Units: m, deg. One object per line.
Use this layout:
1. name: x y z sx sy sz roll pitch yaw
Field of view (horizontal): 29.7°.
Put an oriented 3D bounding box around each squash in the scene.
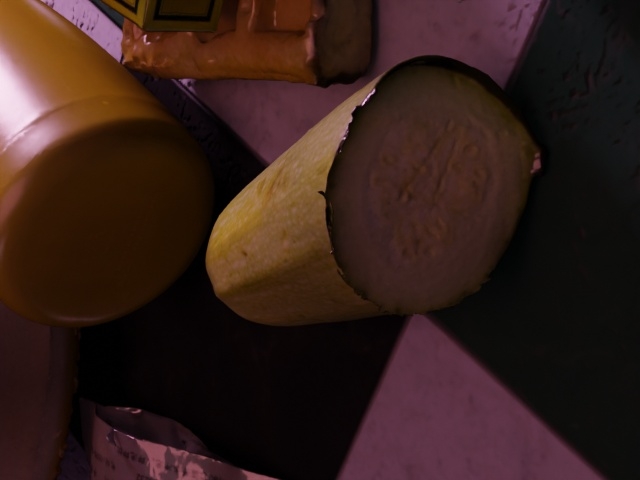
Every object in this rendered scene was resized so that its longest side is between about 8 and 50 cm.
1. squash: -0.009 0.009 0.718 0.287 0.137 0.137 -29 74 49

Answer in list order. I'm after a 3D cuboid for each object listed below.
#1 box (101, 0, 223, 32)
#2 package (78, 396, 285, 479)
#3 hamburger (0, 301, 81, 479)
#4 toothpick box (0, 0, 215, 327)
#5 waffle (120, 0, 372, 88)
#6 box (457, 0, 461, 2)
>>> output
1. box: -0.137 -0.240 0.791 0.220 0.064 0.140 39 124 40
2. package: -0.117 0.247 0.925 0.251 0.062 0.203 12 105 43
3. hamburger: -0.287 0.105 1.025 0.227 0.151 0.295 34 113 43
4. toothpick box: -0.213 -0.078 0.903 0.271 0.175 0.175 47 127 38
5. waffle: -0.054 -0.226 0.788 0.221 0.055 0.247 13 105 47
6. box: 0.044 -0.291 0.574 0.311 0.118 0.205 49 128 17
